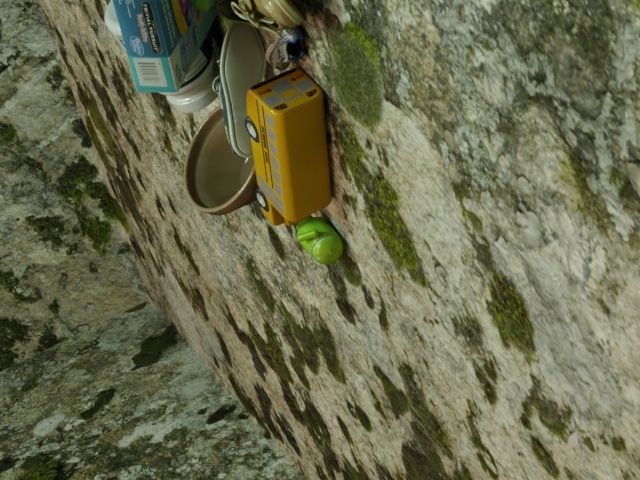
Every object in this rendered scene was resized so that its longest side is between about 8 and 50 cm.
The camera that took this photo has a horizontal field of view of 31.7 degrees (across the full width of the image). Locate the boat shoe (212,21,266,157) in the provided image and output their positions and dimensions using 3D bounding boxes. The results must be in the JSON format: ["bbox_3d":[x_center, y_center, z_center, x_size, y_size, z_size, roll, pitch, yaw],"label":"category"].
[{"bbox_3d":[-0.147,-0.282,2.105,0.079,0.095,0.254,-160,60,-66],"label":"boat shoe"}]

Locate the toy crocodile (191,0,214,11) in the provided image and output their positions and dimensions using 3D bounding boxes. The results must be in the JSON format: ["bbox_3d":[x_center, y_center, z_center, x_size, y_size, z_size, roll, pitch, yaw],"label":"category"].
[{"bbox_3d":[-0.154,-0.511,1.795,0.105,0.115,0.340,22,136,5],"label":"toy crocodile"}]

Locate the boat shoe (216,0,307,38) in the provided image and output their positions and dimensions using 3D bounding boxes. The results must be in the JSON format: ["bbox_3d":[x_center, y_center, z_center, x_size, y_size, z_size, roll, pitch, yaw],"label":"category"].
[{"bbox_3d":[-0.100,-0.377,1.827,0.104,0.089,0.285,50,179,-22],"label":"boat shoe"}]

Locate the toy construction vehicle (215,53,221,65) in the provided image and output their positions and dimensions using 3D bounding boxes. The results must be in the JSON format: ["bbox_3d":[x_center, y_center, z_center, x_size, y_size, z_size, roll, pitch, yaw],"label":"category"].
[{"bbox_3d":[-0.176,-0.333,2.272,0.086,0.035,0.098,61,168,-28],"label":"toy construction vehicle"}]

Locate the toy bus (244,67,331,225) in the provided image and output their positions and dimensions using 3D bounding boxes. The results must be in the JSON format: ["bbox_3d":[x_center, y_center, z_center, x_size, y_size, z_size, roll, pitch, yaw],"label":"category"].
[{"bbox_3d":[-0.054,-0.153,2.051,0.130,0.108,0.333,47,155,37],"label":"toy bus"}]

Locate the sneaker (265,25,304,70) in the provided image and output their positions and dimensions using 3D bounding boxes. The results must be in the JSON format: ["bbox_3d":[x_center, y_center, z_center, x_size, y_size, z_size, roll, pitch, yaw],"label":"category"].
[{"bbox_3d":[-0.057,-0.324,1.922,0.058,0.052,0.135,53,160,16],"label":"sneaker"}]

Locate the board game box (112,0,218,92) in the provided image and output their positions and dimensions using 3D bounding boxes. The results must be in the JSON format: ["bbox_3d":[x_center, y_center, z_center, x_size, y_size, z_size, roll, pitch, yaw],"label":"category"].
[{"bbox_3d":[-0.252,-0.452,1.916,0.336,0.079,0.254,-73,-19,-45],"label":"board game box"}]

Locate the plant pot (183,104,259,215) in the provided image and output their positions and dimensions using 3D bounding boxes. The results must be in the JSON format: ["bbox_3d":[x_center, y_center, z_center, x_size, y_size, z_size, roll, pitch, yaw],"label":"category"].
[{"bbox_3d":[-0.159,-0.154,2.252,0.109,0.237,0.237,24,-166,-42],"label":"plant pot"}]

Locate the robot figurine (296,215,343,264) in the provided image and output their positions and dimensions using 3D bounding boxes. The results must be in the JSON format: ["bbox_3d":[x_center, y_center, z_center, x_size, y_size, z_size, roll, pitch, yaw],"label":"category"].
[{"bbox_3d":[0.000,0.000,2.171,0.115,0.067,0.101,49,-176,37],"label":"robot figurine"}]

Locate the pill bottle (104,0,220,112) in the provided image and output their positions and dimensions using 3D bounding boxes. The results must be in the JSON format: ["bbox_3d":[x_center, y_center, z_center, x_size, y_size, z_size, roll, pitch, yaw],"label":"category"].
[{"bbox_3d":[-0.307,-0.389,2.277,0.153,0.153,0.265,46,173,43],"label":"pill bottle"}]
